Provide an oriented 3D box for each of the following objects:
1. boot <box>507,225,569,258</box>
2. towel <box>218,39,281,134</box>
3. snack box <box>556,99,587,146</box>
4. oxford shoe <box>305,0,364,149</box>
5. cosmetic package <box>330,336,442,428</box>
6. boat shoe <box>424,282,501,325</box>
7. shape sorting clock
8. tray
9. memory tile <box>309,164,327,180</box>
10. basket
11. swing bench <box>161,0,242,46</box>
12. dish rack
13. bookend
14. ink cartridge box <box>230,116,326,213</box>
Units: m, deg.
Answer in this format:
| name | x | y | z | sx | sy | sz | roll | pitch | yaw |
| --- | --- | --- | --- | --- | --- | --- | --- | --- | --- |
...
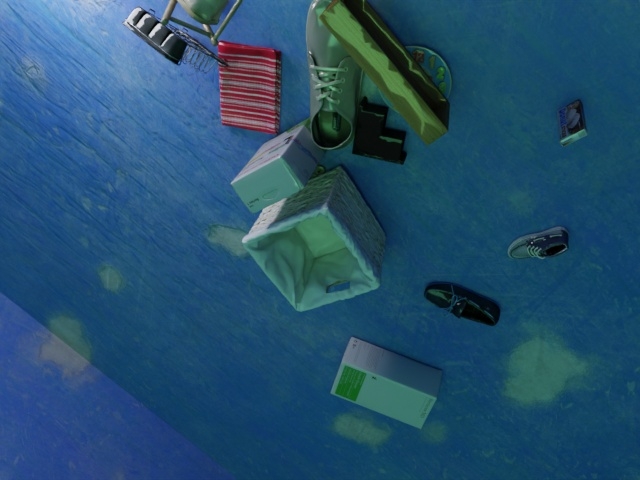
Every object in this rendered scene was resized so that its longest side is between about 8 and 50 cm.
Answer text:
| name | x | y | z | sx | sy | sz | roll | pitch | yaw |
| --- | --- | --- | --- | --- | --- | --- | --- | --- | --- |
| boot | 0.648 | 0.023 | 1.826 | 0.190 | 0.086 | 0.069 | -28 | 110 | 33 |
| towel | -0.216 | -0.458 | 1.845 | 0.199 | 0.031 | 0.275 | 13 | 127 | 12 |
| snack box | 0.636 | -0.299 | 1.546 | 0.064 | 0.178 | 0.022 | -29 | 112 | 33 |
| oxford shoe | 0.035 | -0.448 | 1.699 | 0.169 | 0.130 | 0.449 | 9 | 124 | 17 |
| cosmetic package | 0.247 | 0.531 | 2.288 | 0.365 | 0.155 | 0.197 | 20 | 125 | 8 |
| boat shoe | 0.470 | 0.209 | 2.020 | 0.258 | 0.089 | 0.109 | 13 | 127 | 12 |
| shape sorting clock | 0.257 | -0.434 | 1.679 | 0.206 | 0.040 | 0.206 | 10 | 126 | 14 |
| tray | 0.173 | -0.445 | 1.542 | 0.076 | 0.203 | 0.411 | -34 | 110 | 29 |
| memory tile | -0.004 | -0.188 | 1.966 | 0.148 | 0.012 | 0.113 | 33 | 128 | -4 |
| basket | 0.000 | 0.000 | 1.924 | 0.328 | 0.266 | 0.331 | -21 | 118 | 30 |
| swing bench | -0.297 | -0.705 | 1.593 | 0.165 | 0.255 | 0.253 | 13 | 140 | -37 |
| dish rack | -0.386 | -0.542 | 1.690 | 0.208 | 0.271 | 0.074 | 41 | 105 | 17 |
| bookend | 0.182 | -0.318 | 1.768 | 0.156 | 0.072 | 0.157 | 13 | 126 | 10 |
| ink cartridge box | -0.115 | -0.225 | 1.812 | 0.201 | 0.278 | 0.117 | -23 | 113 | 31 |
